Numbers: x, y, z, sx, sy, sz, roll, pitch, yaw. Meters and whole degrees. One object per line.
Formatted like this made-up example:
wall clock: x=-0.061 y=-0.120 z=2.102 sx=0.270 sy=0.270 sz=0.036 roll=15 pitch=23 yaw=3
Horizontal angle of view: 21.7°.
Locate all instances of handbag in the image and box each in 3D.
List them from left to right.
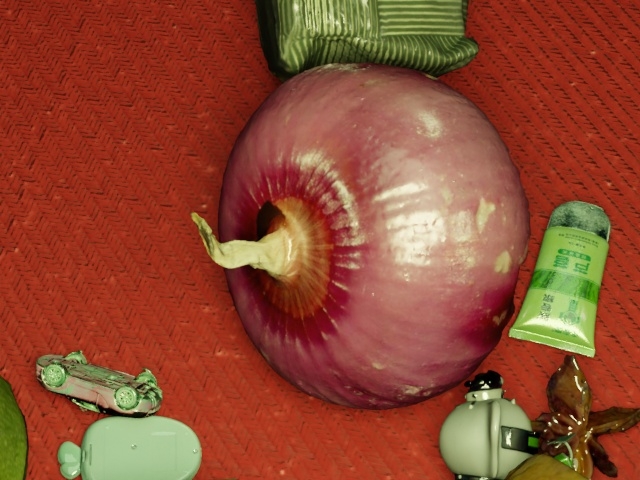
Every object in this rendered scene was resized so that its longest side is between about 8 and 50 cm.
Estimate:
handbag: x=0.044 y=-0.288 z=1.874 sx=0.240 sy=0.341 sz=0.247 roll=-5 pitch=96 yaw=-6

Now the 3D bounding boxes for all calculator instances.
calculator: x=-0.203 y=0.230 z=1.774 sx=0.153 sy=0.021 sz=0.095 roll=-1 pitch=60 yaw=-2

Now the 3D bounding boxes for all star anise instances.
star anise: x=0.242 y=0.200 z=1.764 sx=0.140 sy=0.144 sz=0.158 roll=41 pitch=71 yaw=-27

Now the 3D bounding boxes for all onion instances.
onion: x=0.023 y=0.000 z=1.705 sx=0.345 sy=0.358 sz=0.358 roll=-9 pitch=61 yaw=-13

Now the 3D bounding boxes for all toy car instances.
toy car: x=-0.239 y=0.158 z=1.794 sx=0.142 sy=0.069 sz=0.055 roll=16 pitch=102 yaw=11

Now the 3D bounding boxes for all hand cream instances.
hand cream: x=0.274 y=0.039 z=1.849 sx=0.095 sy=0.046 sz=0.175 roll=15 pitch=64 yaw=7

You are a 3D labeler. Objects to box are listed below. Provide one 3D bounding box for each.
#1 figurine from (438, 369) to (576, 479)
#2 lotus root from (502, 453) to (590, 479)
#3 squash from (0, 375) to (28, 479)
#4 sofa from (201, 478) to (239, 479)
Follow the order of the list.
figurine: x=0.170 y=0.227 z=1.686 sx=0.126 sy=0.147 sz=0.192 roll=2 pitch=84 yaw=-21
lotus root: x=0.295 y=0.360 z=1.492 sx=0.111 sy=0.375 sz=0.390 roll=-38 pitch=82 yaw=-15
squash: x=-0.463 y=0.171 z=1.653 sx=0.310 sy=0.309 sz=0.310 roll=-1 pitch=60 yaw=1
sofa: x=-0.162 y=0.356 z=1.568 sx=0.200 sy=0.182 sz=0.258 roll=-4 pitch=61 yaw=3
